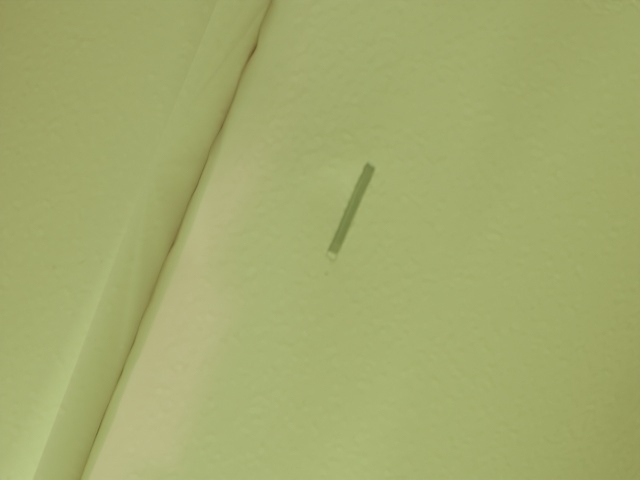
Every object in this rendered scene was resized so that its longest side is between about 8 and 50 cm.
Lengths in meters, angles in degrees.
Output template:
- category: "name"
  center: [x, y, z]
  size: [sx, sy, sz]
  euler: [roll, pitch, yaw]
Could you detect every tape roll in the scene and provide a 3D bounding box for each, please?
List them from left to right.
- category: "tape roll"
  center: [0.000, 0.000, 0.474]
  size: [0.246, 0.246, 0.169]
  euler: [21, 87, 17]
